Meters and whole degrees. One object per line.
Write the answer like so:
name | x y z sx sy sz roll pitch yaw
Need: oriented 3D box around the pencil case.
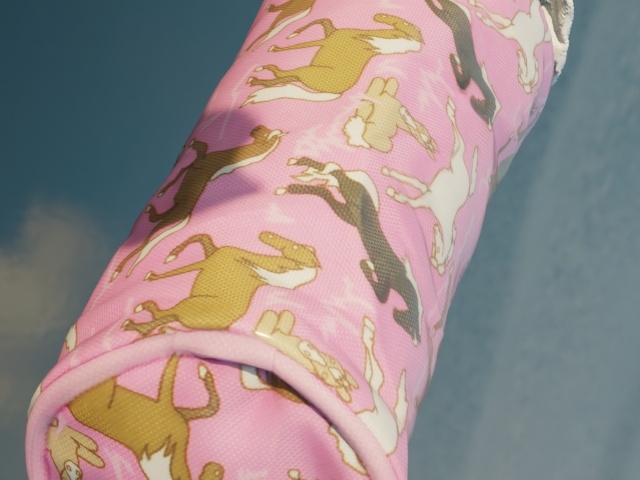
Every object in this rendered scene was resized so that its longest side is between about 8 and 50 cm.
pencil case | 0.000 0.000 0.848 0.167 0.160 0.386 56 30 -21

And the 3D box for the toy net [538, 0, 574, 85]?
toy net | 0.121 -0.212 1.196 0.122 0.045 0.232 -166 -104 -75
